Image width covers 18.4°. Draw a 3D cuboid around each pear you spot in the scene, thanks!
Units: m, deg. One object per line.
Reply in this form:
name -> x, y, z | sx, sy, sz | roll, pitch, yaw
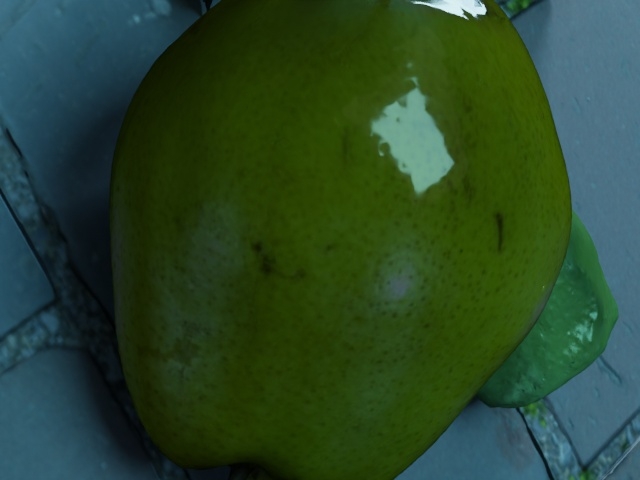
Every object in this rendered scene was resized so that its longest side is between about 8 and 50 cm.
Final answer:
pear -> 0.012, -0.003, 1.198 | 0.285, 0.285, 0.336 | -1, 81, -43

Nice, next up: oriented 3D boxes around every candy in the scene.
candy -> 0.093, -0.052, 1.399 | 0.343, 0.132, 0.142 | 62, 3, -11

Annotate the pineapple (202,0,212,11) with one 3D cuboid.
pineapple -> -0.007, -0.258, 1.377 | 0.277, 0.119, 0.130 | -42, 148, -42
